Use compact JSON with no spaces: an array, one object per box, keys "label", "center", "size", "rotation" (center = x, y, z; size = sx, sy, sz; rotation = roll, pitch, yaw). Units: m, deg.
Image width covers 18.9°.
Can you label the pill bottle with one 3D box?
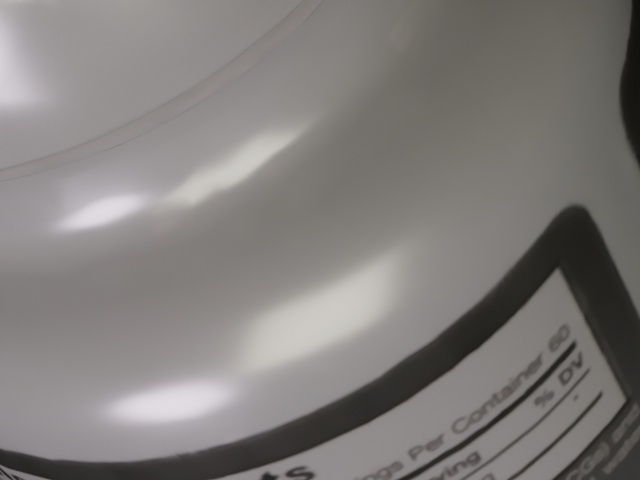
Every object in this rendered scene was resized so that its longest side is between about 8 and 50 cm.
[{"label":"pill bottle","center":[0.000,0.000,0.514],"size":[0.210,0.210,0.363],"rotation":[-29,136,4]}]
